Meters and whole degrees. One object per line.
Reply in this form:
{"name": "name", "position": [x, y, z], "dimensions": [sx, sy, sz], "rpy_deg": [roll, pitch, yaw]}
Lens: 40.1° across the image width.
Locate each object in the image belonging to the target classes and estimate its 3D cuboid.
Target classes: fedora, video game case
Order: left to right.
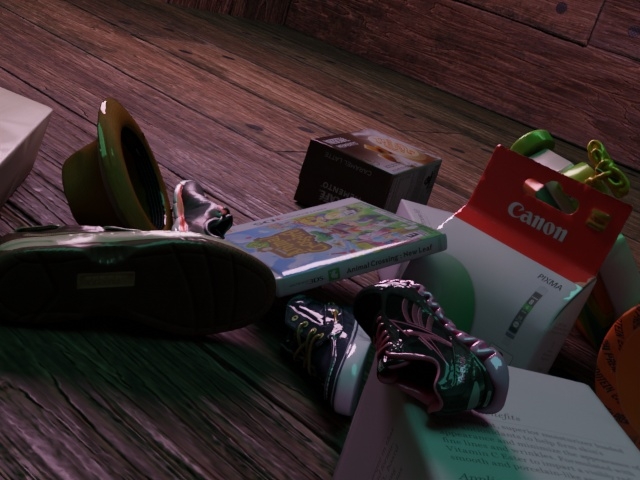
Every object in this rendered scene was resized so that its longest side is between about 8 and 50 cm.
{"name": "fedora", "position": [-0.219, -0.055, 0.926], "dimensions": [0.079, 0.194, 0.194], "rpy_deg": [-19, 20, 3]}
{"name": "video game case", "position": [0.000, 0.000, 0.953], "dimensions": [0.193, 0.023, 0.212], "rpy_deg": [-15, 19, -22]}

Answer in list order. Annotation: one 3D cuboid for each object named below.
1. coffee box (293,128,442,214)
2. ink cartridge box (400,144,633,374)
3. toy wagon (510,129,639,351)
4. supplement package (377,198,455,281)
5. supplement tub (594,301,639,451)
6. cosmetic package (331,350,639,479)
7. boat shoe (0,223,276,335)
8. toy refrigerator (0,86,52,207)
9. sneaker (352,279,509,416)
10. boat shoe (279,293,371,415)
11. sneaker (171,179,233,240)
{"name": "coffee box", "position": [0.079, -0.098, 1.356], "dimensions": [0.141, 0.098, 0.246], "rpy_deg": [25, 19, 19]}
{"name": "ink cartridge box", "position": [0.185, 0.027, 0.898], "dimensions": [0.056, 0.225, 0.181], "rpy_deg": [12, 16, -47]}
{"name": "toy wagon", "position": [0.302, -0.003, 1.020], "dimensions": [0.267, 0.068, 0.344], "rpy_deg": [63, 3, 27]}
{"name": "supplement package", "position": [0.172, 0.034, 1.057], "dimensions": [0.179, 0.105, 0.105], "rpy_deg": [15, 19, -10]}
{"name": "supplement tub", "position": [0.432, 0.131, 0.866], "dimensions": [0.338, 0.207, 0.207], "rpy_deg": [1, 25, -42]}
{"name": "cosmetic package", "position": [0.097, 0.176, 0.502], "dimensions": [0.151, 0.151, 0.184], "rpy_deg": [14, 19, -12]}
{"name": "boat shoe", "position": [-0.169, 0.024, 0.789], "dimensions": [0.257, 0.095, 0.095], "rpy_deg": [8, 15, -27]}
{"name": "toy refrigerator", "position": [-0.370, -0.088, 0.921], "dimensions": [0.102, 0.094, 0.269], "rpy_deg": [21, 18, -13]}
{"name": "sneaker", "position": [0.049, 0.060, 0.494], "dimensions": [0.057, 0.047, 0.119], "rpy_deg": [-12, 30, -32]}
{"name": "boat shoe", "position": [0.001, 0.099, 0.787], "dimensions": [0.083, 0.065, 0.183], "rpy_deg": [13, 13, 3]}
{"name": "sneaker", "position": [-0.128, -0.019, 0.973], "dimensions": [0.064, 0.061, 0.158], "rpy_deg": [-10, 33, -1]}
